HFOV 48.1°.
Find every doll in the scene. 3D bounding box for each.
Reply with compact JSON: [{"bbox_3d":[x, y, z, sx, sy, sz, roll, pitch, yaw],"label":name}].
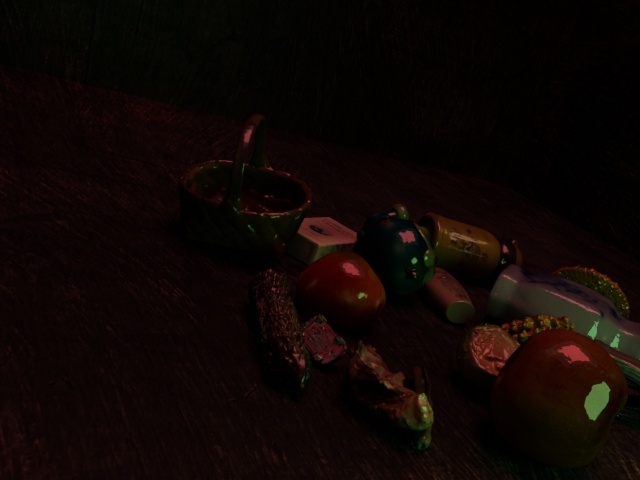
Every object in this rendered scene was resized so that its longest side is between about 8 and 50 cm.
[{"bbox_3d":[0.198,0.029,1.927,0.186,0.199,0.322,-8,22,-12],"label":"doll"}]

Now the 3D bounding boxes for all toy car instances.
[{"bbox_3d":[0.005,0.202,1.429,0.055,0.069,0.142,56,-7,-37],"label":"toy car"}]

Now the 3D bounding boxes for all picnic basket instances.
[{"bbox_3d":[-0.180,-0.156,1.770,0.337,0.337,0.293,20,29,-1],"label":"picnic basket"}]

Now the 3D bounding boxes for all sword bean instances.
[{"bbox_3d":[0.190,0.310,1.345,0.043,0.038,0.269,22,19,1],"label":"sword bean"}]

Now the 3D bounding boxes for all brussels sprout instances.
[{"bbox_3d":[0.360,0.265,1.538,0.149,0.122,0.152,-20,58,-31],"label":"brussels sprout"}]

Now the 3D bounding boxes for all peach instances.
[{"bbox_3d":[0.044,0.123,1.620,0.190,0.192,0.190,56,7,-11],"label":"peach"}]

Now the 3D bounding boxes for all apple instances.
[{"bbox_3d":[0.440,0.292,1.318,0.253,0.254,0.253,18,18,-6],"label":"apple"}]

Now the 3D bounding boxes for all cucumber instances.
[{"bbox_3d":[-0.081,0.174,1.383,0.096,0.096,0.359,15,21,-16],"label":"cucumber"}]

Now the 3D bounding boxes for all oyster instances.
[{"bbox_3d":[0.119,0.269,1.338,0.166,0.094,0.294,29,4,1],"label":"oyster"}]

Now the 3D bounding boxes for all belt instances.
[{"bbox_3d":[0.695,0.325,1.679,0.230,0.140,0.126,26,19,27],"label":"belt"}]

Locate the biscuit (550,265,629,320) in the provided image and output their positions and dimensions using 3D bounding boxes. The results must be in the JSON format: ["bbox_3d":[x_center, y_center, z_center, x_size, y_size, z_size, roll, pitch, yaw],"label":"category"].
[{"bbox_3d":[0.734,0.182,2.010,0.253,0.254,0.035,27,44,21],"label":"biscuit"}]

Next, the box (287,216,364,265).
[{"bbox_3d":[0.000,0.000,2.009,0.164,0.069,0.256,31,20,30],"label":"box"}]

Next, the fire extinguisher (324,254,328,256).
[{"bbox_3d":[0.051,0.091,1.846,0.078,0.045,0.157,-21,37,-22],"label":"fire extinguisher"}]

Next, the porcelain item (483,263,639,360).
[{"bbox_3d":[0.650,0.215,1.898,0.405,0.179,0.242,25,20,21],"label":"porcelain item"}]

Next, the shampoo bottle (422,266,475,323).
[{"bbox_3d":[0.336,0.136,1.952,0.127,0.078,0.257,10,22,-14],"label":"shampoo bottle"}]

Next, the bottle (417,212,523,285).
[{"bbox_3d":[0.470,0.040,2.241,0.351,0.172,0.171,16,18,-17],"label":"bottle"}]

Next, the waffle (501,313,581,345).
[{"bbox_3d":[0.517,0.234,1.720,0.192,0.070,0.197,0,-24,-3],"label":"waffle"}]
